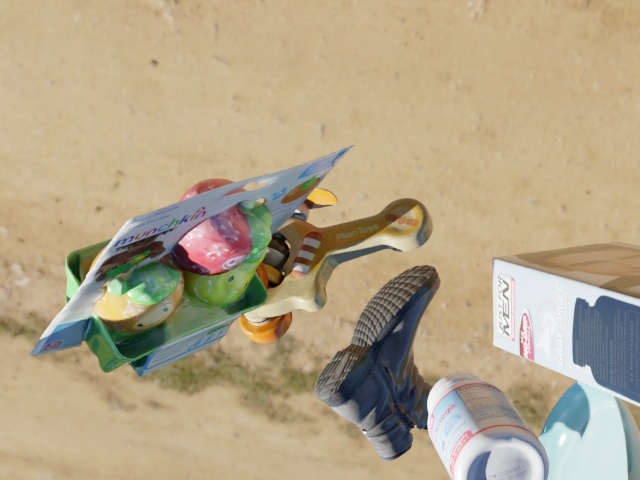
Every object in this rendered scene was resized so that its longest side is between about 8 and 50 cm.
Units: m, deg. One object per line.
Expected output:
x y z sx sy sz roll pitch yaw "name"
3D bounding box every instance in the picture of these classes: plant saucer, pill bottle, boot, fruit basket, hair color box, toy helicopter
0.283 0.308 1.190 0.044 0.317 0.317 13 138 -5 "plant saucer"
0.153 0.187 1.050 0.087 0.160 0.087 -2 106 -8 "pill bottle"
0.159 0.230 2.082 0.223 0.338 0.118 43 171 -23 "boot"
-0.149 0.027 1.305 0.353 0.327 0.165 -37 78 48 "fruit basket"
0.355 0.086 1.164 0.185 0.374 0.113 -6 99 -21 "hair color box"
0.000 0.000 1.713 0.355 0.235 0.140 -16 143 12 "toy helicopter"
